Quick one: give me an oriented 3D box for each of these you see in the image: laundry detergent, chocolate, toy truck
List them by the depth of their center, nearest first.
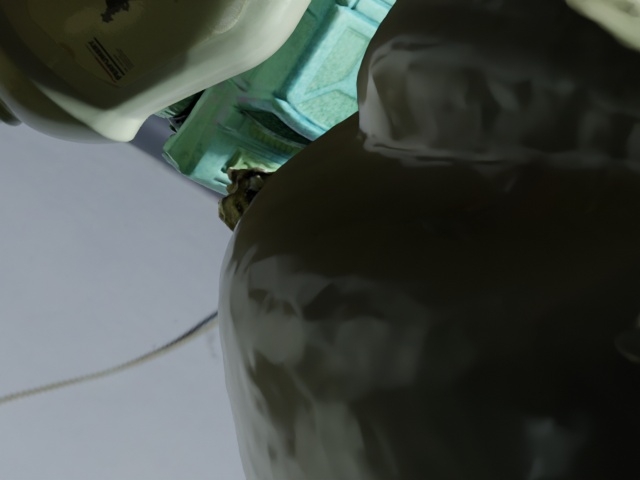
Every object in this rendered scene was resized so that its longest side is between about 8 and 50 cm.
[{"bbox_3d":[0.125,0.053,0.479,0.326,0.297,0.314,8,34,26],"label":"chocolate"},{"bbox_3d":[-0.136,-0.157,0.861,0.181,0.253,0.091,55,14,-2],"label":"laundry detergent"},{"bbox_3d":[-0.011,-0.156,1.033,0.155,0.279,0.156,22,18,-41],"label":"toy truck"}]

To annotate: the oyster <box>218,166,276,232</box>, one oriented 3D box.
[{"bbox_3d":[0.003,-0.001,0.969,0.166,0.108,0.053,48,7,-20],"label":"oyster"}]
